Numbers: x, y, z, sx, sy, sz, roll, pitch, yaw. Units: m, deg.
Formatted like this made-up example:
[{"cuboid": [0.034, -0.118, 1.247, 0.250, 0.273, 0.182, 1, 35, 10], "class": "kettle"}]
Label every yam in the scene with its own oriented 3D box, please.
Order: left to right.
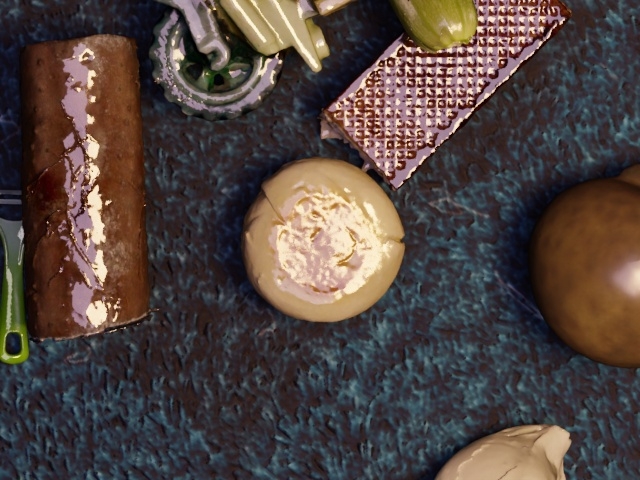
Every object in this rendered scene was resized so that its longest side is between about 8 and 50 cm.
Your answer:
[{"cuboid": [-0.219, -0.048, 1.749, 0.131, 0.131, 0.279, -2, 92, -1], "class": "yam"}]

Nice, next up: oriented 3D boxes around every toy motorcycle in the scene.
[{"cuboid": [-0.101, -0.322, 1.719, 0.237, 0.169, 0.410, -20, 98, 6], "class": "toy motorcycle"}]

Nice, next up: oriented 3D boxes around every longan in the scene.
[{"cuboid": [0.287, 0.016, 1.745, 0.185, 0.159, 0.204, 30, 83, 8], "class": "longan"}]

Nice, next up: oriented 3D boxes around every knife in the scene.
[{"cuboid": [-0.290, 0.035, 1.799, 0.078, 0.022, 0.166, 1, 93, -13], "class": "knife"}]

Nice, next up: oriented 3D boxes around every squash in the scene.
[{"cuboid": [0.079, -0.262, 1.727, 0.069, 0.069, 0.239, -26, 59, 0], "class": "squash"}]

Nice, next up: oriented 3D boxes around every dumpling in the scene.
[{"cuboid": [0.171, 0.254, 1.787, 0.188, 0.108, 0.127, -34, 117, -16], "class": "dumpling"}]

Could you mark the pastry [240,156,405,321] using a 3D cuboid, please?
[{"cuboid": [0.000, 0.000, 1.771, 0.156, 0.092, 0.156, 0, 96, -1], "class": "pastry"}]

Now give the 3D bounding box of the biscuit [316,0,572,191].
[{"cuboid": [0.113, -0.162, 1.775, 0.252, 0.070, 0.106, -44, 92, 2], "class": "biscuit"}]
